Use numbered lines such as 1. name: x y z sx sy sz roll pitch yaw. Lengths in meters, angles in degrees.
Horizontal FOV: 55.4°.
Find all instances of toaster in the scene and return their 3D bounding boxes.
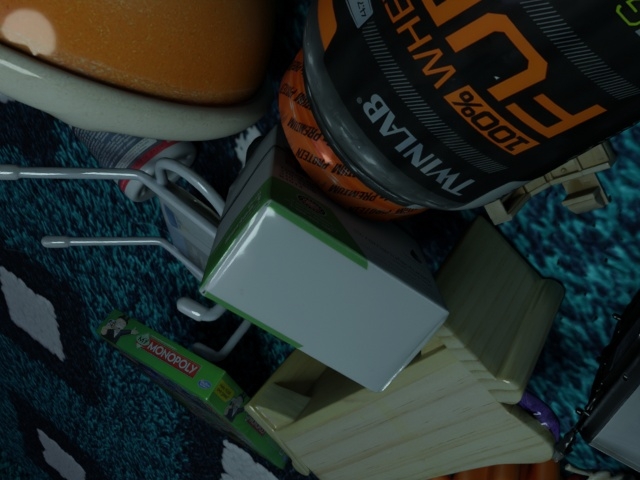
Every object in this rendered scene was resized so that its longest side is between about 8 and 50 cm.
1. toaster: 0.276 0.081 0.443 0.110 0.168 0.186 30 132 20

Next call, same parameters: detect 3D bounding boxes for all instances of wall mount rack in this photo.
1. wall mount rack: -0.219 0.008 0.748 0.304 0.130 0.350 36 157 9

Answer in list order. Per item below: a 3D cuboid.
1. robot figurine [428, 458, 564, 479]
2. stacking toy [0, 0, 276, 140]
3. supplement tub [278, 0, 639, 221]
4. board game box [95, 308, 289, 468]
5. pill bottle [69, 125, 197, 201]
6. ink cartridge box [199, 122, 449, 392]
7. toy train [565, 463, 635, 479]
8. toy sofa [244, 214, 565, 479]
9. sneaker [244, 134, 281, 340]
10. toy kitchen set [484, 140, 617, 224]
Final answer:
1. robot figurine: 0.201 0.315 0.693 0.128 0.158 0.219 -118 30 -43
2. stacking toy: -0.110 -0.346 0.443 0.350 0.350 0.480 38 117 13
3. supplement tub: 0.128 -0.152 0.383 0.207 0.207 0.338 53 137 -2
4. board game box: -0.175 0.233 0.917 0.213 0.046 0.317 21 153 28
5. pill bottle: -0.253 -0.148 0.774 0.180 0.108 0.108 49 137 2
6. ink cartridge box: 0.000 0.000 0.520 0.160 0.219 0.092 32 110 -16
7. toy train: 0.264 0.275 0.517 0.248 0.143 0.105 24 153 -39
8. toy sofa: 0.089 0.149 0.659 0.177 0.150 0.362 46 137 -2
9. sneaker: -0.041 0.000 0.726 0.106 0.101 0.267 36 135 41
10. toy kitchen set: 0.193 -0.039 0.500 0.083 0.075 0.068 -20 105 50
